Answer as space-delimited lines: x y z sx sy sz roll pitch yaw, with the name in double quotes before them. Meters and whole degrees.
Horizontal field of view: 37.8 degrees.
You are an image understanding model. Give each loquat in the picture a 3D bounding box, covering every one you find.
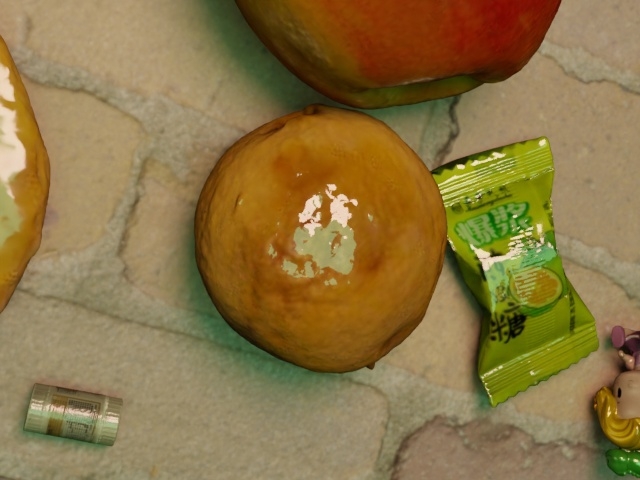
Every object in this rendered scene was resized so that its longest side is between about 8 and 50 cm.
"loquat" 0.000 0.000 0.827 0.238 0.193 0.238 -8 110 -22

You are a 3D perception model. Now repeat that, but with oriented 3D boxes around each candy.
"candy" 0.198 0.029 0.941 0.149 0.069 0.246 -20 100 -7

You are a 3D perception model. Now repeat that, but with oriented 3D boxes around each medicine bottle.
"medicine bottle" -0.230 0.163 0.872 0.083 0.047 0.047 13 94 -14

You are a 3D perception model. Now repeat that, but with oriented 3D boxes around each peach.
"peach" 0.057 -0.276 0.768 0.308 0.308 0.332 -18 84 -10

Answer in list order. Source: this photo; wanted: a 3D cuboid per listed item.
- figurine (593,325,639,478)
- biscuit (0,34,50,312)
"figurine" 0.350 0.172 0.984 0.115 0.095 0.156 14 75 -34
"biscuit" -0.443 -0.072 0.768 0.429 0.104 0.446 -33 100 -6
